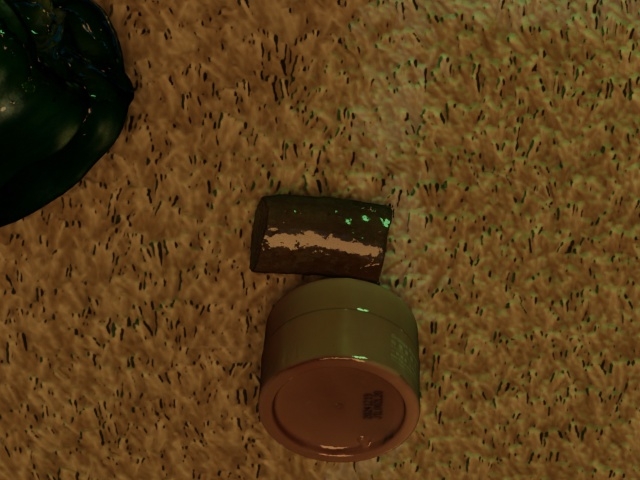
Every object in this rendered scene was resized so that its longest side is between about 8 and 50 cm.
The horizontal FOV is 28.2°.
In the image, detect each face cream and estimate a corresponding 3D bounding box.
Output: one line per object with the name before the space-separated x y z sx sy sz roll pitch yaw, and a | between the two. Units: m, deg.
face cream | 0.018 0.122 1.188 0.149 0.104 0.149 2 132 2

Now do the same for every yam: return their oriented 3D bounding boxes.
yam | 0.001 -0.002 1.198 0.127 0.084 0.084 6 104 -7

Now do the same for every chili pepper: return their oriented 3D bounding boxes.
chili pepper | -0.305 -0.129 1.081 0.257 0.248 0.233 -40 75 12
